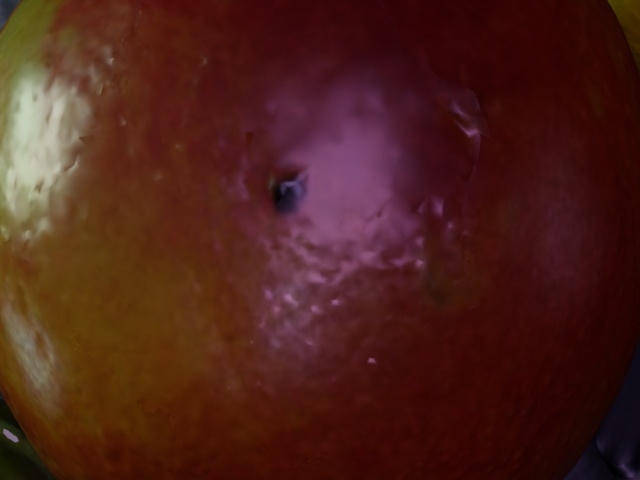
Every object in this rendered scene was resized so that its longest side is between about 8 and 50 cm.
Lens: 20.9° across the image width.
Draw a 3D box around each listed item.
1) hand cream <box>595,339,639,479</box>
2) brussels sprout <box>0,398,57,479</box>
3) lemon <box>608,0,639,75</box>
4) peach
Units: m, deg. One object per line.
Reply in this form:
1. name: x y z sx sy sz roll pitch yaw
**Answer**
1. hand cream: 0.345 0.135 1.034 0.358 0.118 0.185 19 74 -8
2. brussels sprout: -0.240 0.216 0.893 0.328 0.247 0.328 -2 50 2
3. lemon: 0.257 -0.171 1.042 0.244 0.187 0.187 -31 81 25
4. peach: 0.000 0.000 0.900 0.388 0.388 0.388 1 79 -4
